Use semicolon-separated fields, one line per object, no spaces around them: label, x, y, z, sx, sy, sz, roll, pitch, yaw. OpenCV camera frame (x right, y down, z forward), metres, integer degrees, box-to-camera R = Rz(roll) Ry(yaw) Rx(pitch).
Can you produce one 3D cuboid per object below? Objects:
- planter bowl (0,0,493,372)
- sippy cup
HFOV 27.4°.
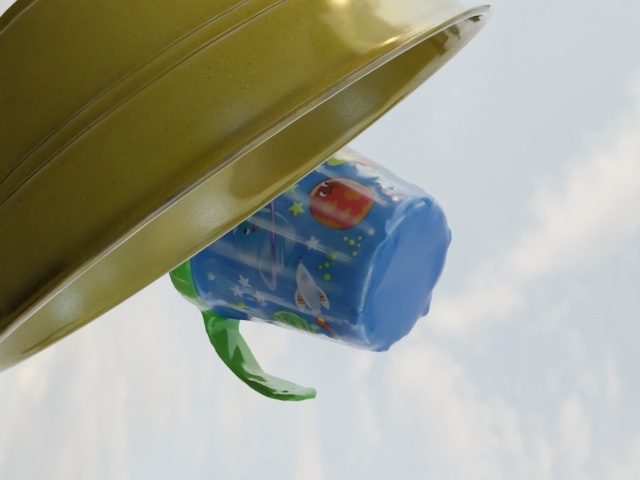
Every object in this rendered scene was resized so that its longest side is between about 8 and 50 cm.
planter bowl;-0.055;-0.049;0.453;0.090;0.217;0.217;54;-31;2
sippy cup;0.000;0.000;1.334;0.224;0.240;0.305;24;-40;30
